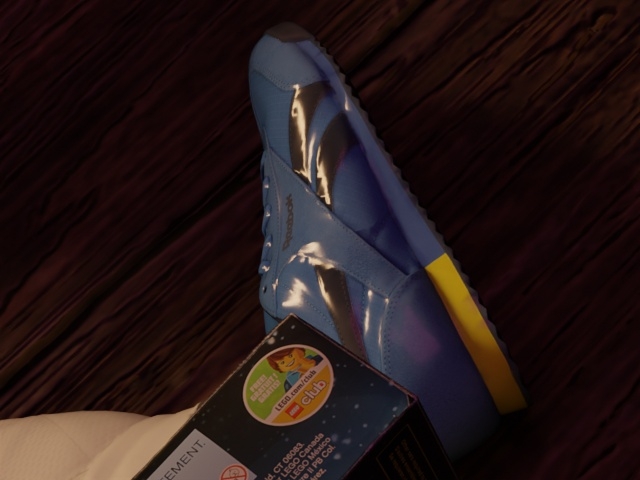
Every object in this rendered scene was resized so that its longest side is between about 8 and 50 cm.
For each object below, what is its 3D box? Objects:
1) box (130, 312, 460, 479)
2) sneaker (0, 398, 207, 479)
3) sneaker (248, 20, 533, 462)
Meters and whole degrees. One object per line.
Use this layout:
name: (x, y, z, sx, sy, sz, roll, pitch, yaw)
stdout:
box: (-0.011, 0.145, 0.490, 0.044, 0.233, 0.159, 32, 71, 36)
sneaker: (-0.114, 0.180, 0.601, 0.129, 0.111, 0.297, 3, 50, 35)
sneaker: (0.000, 0.000, 0.694, 0.082, 0.069, 0.209, -29, 52, 3)
